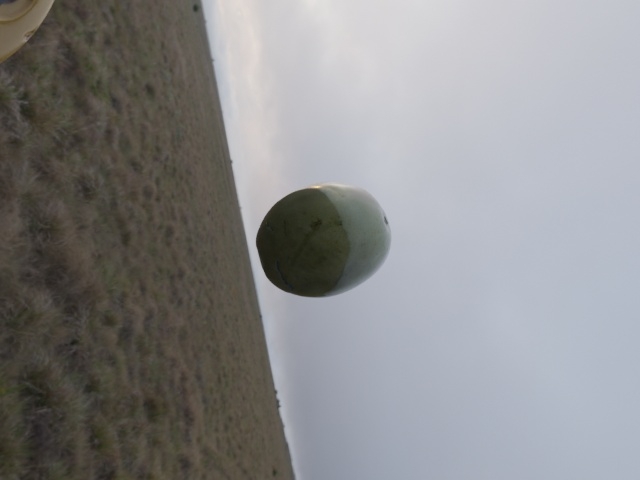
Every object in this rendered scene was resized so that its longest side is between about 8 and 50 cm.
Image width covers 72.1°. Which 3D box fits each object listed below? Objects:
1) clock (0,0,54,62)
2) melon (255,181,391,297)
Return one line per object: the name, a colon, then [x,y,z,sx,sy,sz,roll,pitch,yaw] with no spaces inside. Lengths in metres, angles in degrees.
clock: [-0.266,-0.236,0.254,0.200,0.317,0.244,43,31,1]
melon: [0.000,0.000,1.042,0.268,0.330,0.268,52,27,-42]
